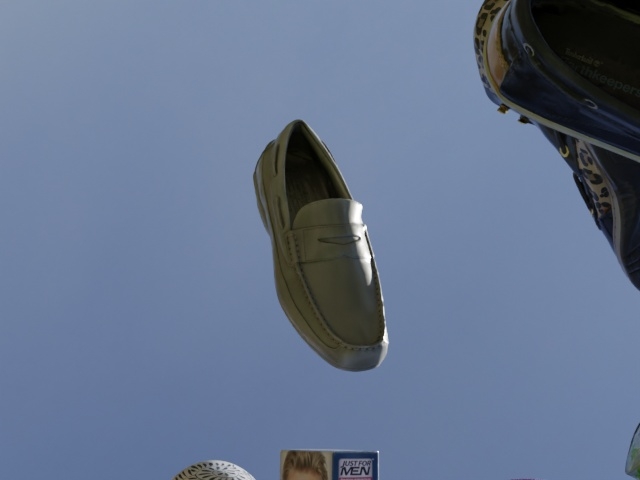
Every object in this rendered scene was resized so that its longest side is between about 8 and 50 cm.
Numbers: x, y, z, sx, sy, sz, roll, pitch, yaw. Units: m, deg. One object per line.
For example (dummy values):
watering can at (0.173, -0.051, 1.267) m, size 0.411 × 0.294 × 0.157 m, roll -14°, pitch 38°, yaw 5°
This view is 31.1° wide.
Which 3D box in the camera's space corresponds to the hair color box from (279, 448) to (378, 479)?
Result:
hair color box at (0.012, 0.535, 1.976) m, size 0.174 × 0.105 × 0.347 m, roll -14°, pitch -108°, yaw 54°

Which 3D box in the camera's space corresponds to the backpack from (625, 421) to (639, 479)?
backpack at (0.349, 0.195, 1.091) m, size 0.105 × 0.084 × 0.114 m, roll -52°, pitch 179°, yaw 37°

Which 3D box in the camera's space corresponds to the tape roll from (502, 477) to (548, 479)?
tape roll at (0.274, 0.445, 1.501) m, size 0.275 × 0.275 × 0.090 m, roll -33°, pitch -163°, yaw 23°

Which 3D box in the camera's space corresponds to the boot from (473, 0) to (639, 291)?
boot at (0.329, -0.126, 1.404) m, size 0.138 × 0.377 × 0.284 m, roll -36°, pitch -139°, yaw 1°

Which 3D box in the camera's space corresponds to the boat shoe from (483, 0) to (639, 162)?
boat shoe at (0.389, -0.129, 1.028) m, size 0.500 × 0.156 × 0.186 m, roll 20°, pitch -102°, yaw 10°

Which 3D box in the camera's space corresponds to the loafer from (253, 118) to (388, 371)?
loafer at (0.000, 0.000, 1.278) m, size 0.111 × 0.112 × 0.319 m, roll 112°, pitch -37°, yaw -45°

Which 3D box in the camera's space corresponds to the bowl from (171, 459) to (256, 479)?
bowl at (-0.127, 0.374, 1.512) m, size 0.080 × 0.170 × 0.170 m, roll -24°, pitch -143°, yaw 61°
